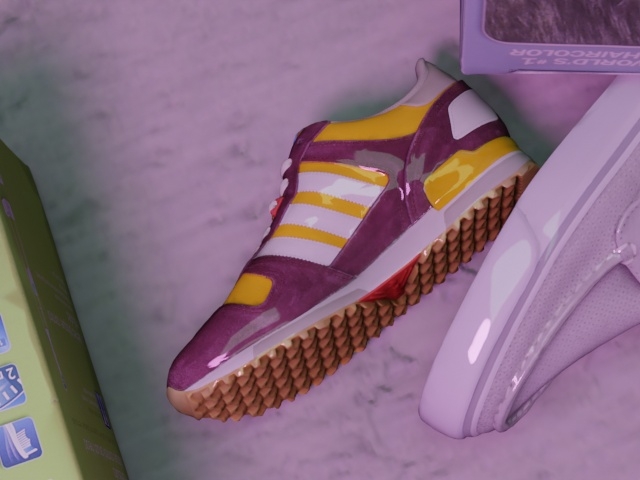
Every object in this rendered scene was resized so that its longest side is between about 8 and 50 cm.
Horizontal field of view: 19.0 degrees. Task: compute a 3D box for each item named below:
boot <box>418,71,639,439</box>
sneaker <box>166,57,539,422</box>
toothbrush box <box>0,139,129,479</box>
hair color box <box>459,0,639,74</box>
[{"bbox_3d":[0.157,-0.003,0.787,0.123,0.095,0.258,33,80,16],"label":"boot"},{"bbox_3d":[0.000,0.000,0.816,0.185,0.069,0.084,-36,69,-11],"label":"sneaker"},{"bbox_3d":[-0.184,0.115,0.766,0.206,0.122,0.283,-20,76,1],"label":"toothbrush box"},{"bbox_3d":[0.154,-0.253,0.796,0.185,0.113,0.374,2,65,3],"label":"hair color box"}]
